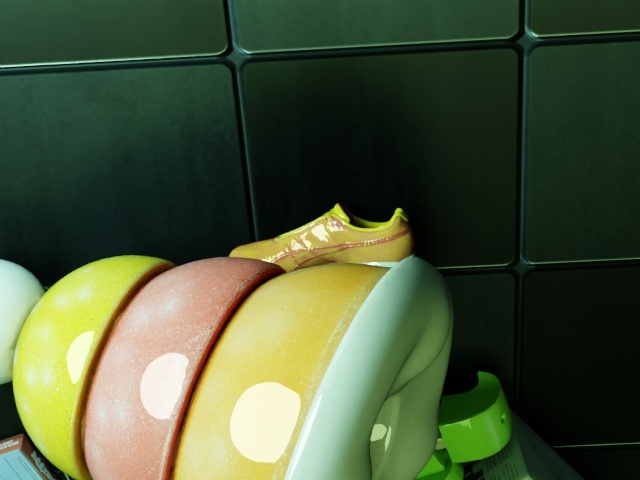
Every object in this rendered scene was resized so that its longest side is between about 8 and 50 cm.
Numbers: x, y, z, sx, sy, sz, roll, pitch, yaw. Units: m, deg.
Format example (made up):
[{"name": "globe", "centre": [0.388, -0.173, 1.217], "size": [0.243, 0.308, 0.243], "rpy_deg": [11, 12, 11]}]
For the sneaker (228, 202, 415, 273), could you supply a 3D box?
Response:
[{"name": "sneaker", "centre": [0.000, 0.000, 1.426], "size": [0.175, 0.064, 0.067], "rpy_deg": [-7, 101, 7]}]

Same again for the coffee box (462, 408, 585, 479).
[{"name": "coffee box", "centre": [0.141, 0.337, 1.614], "size": [0.297, 0.119, 0.168], "rpy_deg": [-38, 116, 16]}]

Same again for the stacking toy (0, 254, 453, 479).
[{"name": "stacking toy", "centre": [-0.148, 0.118, 1.352], "size": [0.480, 0.350, 0.350], "rpy_deg": [20, 129, 15]}]

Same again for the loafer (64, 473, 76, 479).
[{"name": "loafer", "centre": [-0.222, 0.183, 1.545], "size": [0.080, 0.078, 0.220], "rpy_deg": [11, 127, -8]}]

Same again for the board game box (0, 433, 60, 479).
[{"name": "board game box", "centre": [-0.320, 0.332, 1.694], "size": [0.145, 0.027, 0.281], "rpy_deg": [-20, 125, 13]}]

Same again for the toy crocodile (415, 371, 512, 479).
[{"name": "toy crocodile", "centre": [0.035, 0.222, 1.572], "size": [0.340, 0.105, 0.115], "rpy_deg": [-24, 124, 23]}]
